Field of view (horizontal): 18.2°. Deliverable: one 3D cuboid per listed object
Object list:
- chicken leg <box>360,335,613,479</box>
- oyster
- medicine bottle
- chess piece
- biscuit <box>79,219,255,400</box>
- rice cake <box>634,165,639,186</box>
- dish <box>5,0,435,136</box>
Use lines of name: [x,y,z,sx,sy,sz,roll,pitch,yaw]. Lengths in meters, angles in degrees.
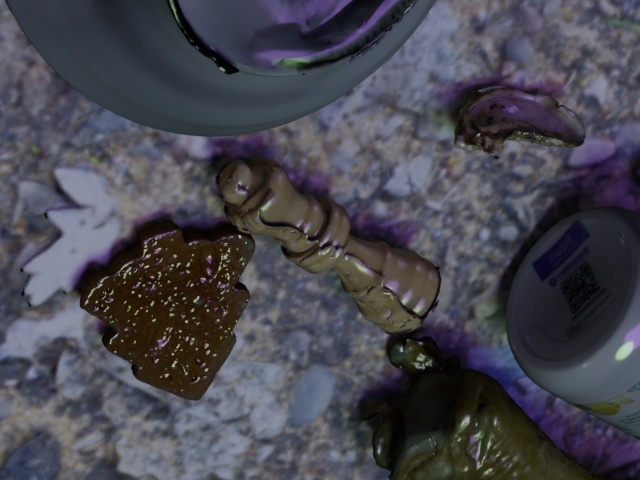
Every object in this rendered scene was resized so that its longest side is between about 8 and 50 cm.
chicken leg: [0.179,0.225,1.427,0.201,0.153,0.429,-40,119,7]
oyster: [0.126,-0.064,1.290,0.083,0.081,0.038,25,130,-2]
medicine bottle: [0.242,0.074,1.378,0.215,0.135,0.135,29,100,-35]
chess piece: [0.000,-0.001,1.264,0.172,0.060,0.060,33,98,-34]
biscuit: [-0.093,0.046,1.262,0.119,0.019,0.130,-18,122,-18]
rice cake: [0.314,-0.052,1.404,0.206,0.047,0.036,-9,125,-22]
dish: [-0.027,-0.187,1.120,0.316,0.106,0.316,-12,120,-22]
